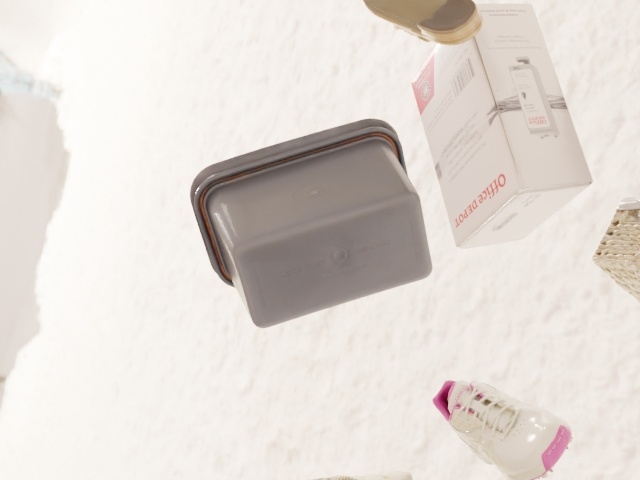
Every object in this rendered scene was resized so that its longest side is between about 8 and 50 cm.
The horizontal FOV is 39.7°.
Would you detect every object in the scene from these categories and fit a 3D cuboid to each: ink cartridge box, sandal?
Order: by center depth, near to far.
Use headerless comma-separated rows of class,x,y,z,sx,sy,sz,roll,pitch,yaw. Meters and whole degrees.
sandal,0.131,-0.276,1.111,0.088,0.079,0.240,-39,39,-1
ink cartridge box,0.242,-0.156,1.243,0.207,0.117,0.283,126,135,-63

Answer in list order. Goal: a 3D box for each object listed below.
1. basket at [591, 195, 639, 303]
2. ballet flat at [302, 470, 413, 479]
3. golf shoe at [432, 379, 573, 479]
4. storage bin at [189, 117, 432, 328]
basket,0.446,0.031,1.131,0.103,0.167,0.113,-53,15,-9
ballet flat,0.149,0.444,1.279,0.182,0.482,0.164,-51,-22,-36
golf shoe,0.256,0.273,1.308,0.115,0.140,0.306,-53,6,-13
storage bin,0.000,0.000,0.519,0.091,0.135,0.098,-116,11,-62
